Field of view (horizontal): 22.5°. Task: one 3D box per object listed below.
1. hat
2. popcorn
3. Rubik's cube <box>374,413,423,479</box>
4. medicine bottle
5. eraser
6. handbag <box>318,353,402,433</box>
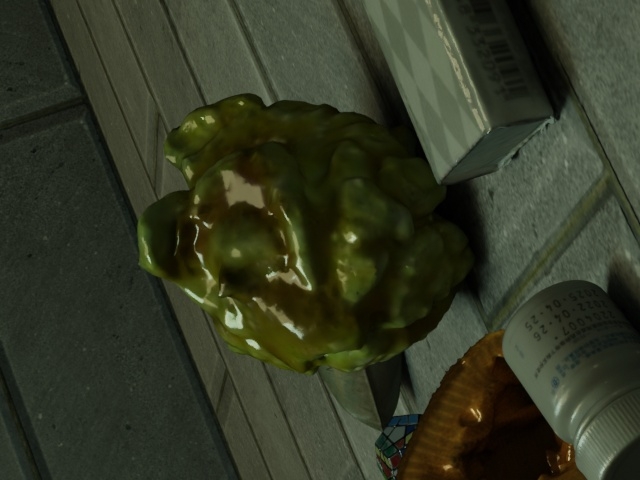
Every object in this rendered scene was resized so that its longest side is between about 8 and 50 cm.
[{"bbox_3d":[0.220,0.242,1.472,0.233,0.233,0.244,47,-165,-36],"label":"hat"},{"bbox_3d":[-0.007,-0.001,1.685,0.335,0.274,0.279,10,143,43],"label":"popcorn"},{"bbox_3d":[0.119,0.259,1.942,0.093,0.111,0.111,-55,51,40],"label":"Rubik's cube"},{"bbox_3d":[0.225,0.119,1.288,0.105,0.105,0.168,84,162,-45],"label":"medicine bottle"},{"bbox_3d":[0.076,-0.254,1.392,0.213,0.082,0.397,129,120,-74],"label":"eraser"},{"bbox_3d":[0.028,0.100,2.046,0.182,0.117,0.270,-113,5,-62],"label":"handbag"}]
